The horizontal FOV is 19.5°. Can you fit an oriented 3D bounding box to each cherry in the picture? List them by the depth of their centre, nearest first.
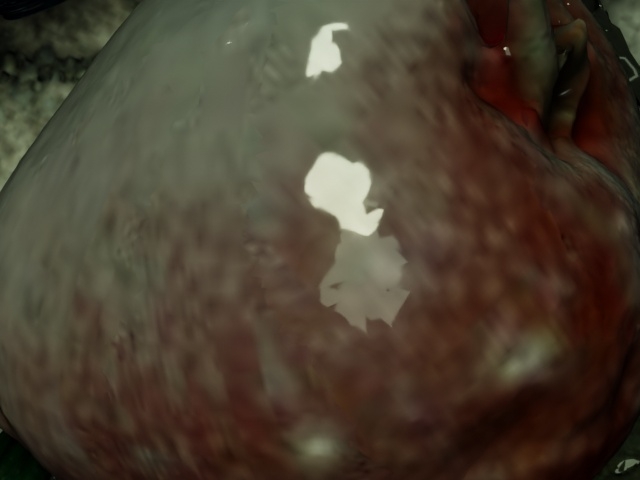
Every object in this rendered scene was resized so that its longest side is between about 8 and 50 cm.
[{"bbox_3d":[0.001,-0.012,0.865,0.335,0.291,0.326,-3,63,44],"label":"cherry"}]

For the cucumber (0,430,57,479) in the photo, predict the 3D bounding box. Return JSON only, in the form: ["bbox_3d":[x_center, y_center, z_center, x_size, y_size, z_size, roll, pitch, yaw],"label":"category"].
[{"bbox_3d":[-0.180,0.215,0.986,0.115,0.063,0.244,32,92,7],"label":"cucumber"}]

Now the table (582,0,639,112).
[{"bbox_3d":[0.307,-0.138,0.839,0.335,0.272,0.222,-32,91,3],"label":"table"}]

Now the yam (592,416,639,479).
[{"bbox_3d":[0.107,0.157,0.932,0.330,0.133,0.133,-35,85,-1],"label":"yam"}]

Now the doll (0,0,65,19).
[{"bbox_3d":[-0.233,-0.231,0.929,0.310,0.240,0.284,-13,126,0],"label":"doll"}]
